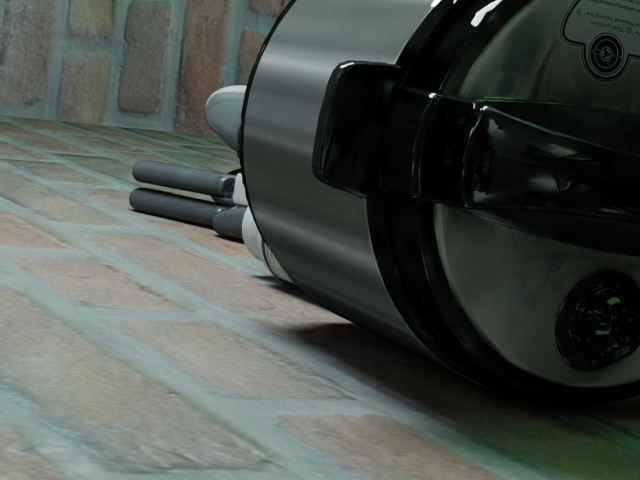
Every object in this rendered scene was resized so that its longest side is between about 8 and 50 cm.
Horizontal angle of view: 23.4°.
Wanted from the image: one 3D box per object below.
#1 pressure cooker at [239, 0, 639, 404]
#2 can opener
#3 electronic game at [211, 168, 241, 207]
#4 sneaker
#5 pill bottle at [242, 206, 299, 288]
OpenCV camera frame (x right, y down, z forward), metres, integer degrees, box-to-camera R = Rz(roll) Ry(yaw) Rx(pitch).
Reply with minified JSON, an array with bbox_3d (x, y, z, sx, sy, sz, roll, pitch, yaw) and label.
[{"bbox_3d":[0.170,-0.062,1.240,0.370,0.375,0.420,-35,23,-15],"label":"pressure cooker"},{"bbox_3d":[-0.143,-0.051,1.931,0.283,0.076,0.095,12,7,36],"label":"can opener"},{"bbox_3d":[-0.043,-0.059,2.193,0.229,0.048,0.229,8,15,-2],"label":"electronic game"},{"bbox_3d":[-0.073,-0.107,2.068,0.296,0.123,0.178,27,31,24],"label":"sneaker"},{"bbox_3d":[0.000,0.000,1.551,0.108,0.108,0.180,3,9,-33],"label":"pill bottle"}]
